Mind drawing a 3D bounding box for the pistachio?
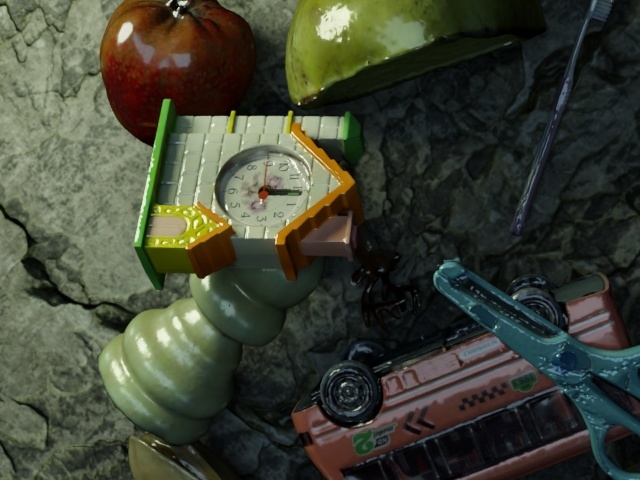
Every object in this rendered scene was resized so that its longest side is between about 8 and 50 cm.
[{"bbox_3d":[-0.174,0.337,1.821,0.136,0.136,0.226,-39,88,11],"label":"pistachio"}]

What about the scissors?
[{"bbox_3d":[0.298,0.141,1.560,0.393,0.032,0.180,35,102,-1],"label":"scissors"}]

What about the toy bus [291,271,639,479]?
[{"bbox_3d":[0.193,0.200,1.698,0.426,0.203,0.233,-23,91,11],"label":"toy bus"}]

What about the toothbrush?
[{"bbox_3d":[0.316,-0.172,1.744,0.029,0.024,0.354,19,96,3],"label":"toothbrush"}]

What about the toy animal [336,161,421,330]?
[{"bbox_3d":[0.010,-0.003,1.805,0.243,0.087,0.260,-9,94,28],"label":"toy animal"}]

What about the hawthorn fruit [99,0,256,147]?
[{"bbox_3d":[-0.191,-0.205,1.783,0.208,0.208,0.248,13,120,12],"label":"hawthorn fruit"}]

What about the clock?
[{"bbox_3d":[-0.077,-0.058,1.634,0.255,0.106,0.220,0,59,10],"label":"clock"}]

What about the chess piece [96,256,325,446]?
[{"bbox_3d":[-0.126,0.095,1.754,0.182,0.182,0.330,45,110,8],"label":"chess piece"}]

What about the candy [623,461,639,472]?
[{"bbox_3d":[0.509,0.279,1.612,0.276,0.146,0.088,-24,102,-2],"label":"candy"}]

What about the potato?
[{"bbox_3d":[0.084,-0.306,1.665,0.330,0.280,0.213,-19,90,15],"label":"potato"}]
